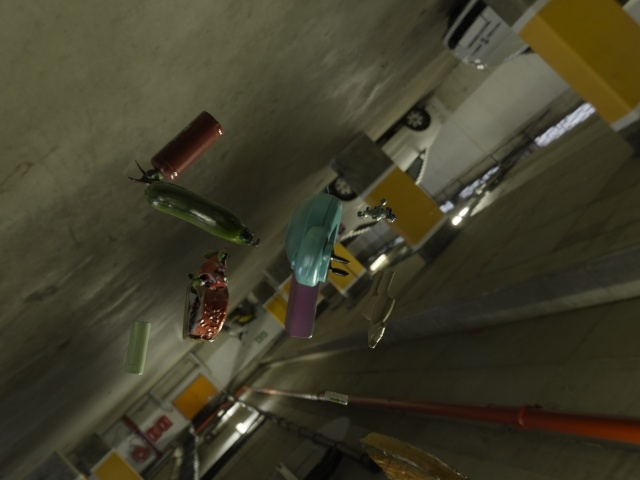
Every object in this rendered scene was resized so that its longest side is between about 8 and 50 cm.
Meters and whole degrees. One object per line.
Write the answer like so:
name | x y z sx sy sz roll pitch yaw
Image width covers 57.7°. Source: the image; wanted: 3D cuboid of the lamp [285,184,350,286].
lamp | -0.012 -0.002 1.422 0.284 0.147 0.209 -100 -164 -56

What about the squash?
squash | -0.306 -0.069 1.540 0.087 0.332 0.087 -62 -173 13

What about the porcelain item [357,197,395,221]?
porcelain item | 0.172 -0.092 1.693 0.136 0.021 0.075 8 -116 45

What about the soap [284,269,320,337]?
soap | -0.050 0.150 1.762 0.181 0.081 0.259 -147 -115 -81

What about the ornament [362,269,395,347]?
ornament | 0.184 0.211 1.814 0.230 0.061 0.244 154 -42 -80

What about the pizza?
pizza | 0.190 0.439 1.110 0.058 0.292 0.197 -63 -172 -27

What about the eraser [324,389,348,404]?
eraser | 0.058 0.574 2.126 0.038 0.083 0.019 -75 180 -64

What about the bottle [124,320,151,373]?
bottle | -0.711 0.415 2.261 0.072 0.072 0.201 130 -33 -77

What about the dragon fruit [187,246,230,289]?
dragon fruit | -0.325 0.099 1.758 0.175 0.142 0.138 -20 -156 10

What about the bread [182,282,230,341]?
bread | -0.388 0.235 1.977 0.212 0.142 0.224 -43 -140 41

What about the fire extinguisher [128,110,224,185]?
fire extinguisher | -0.489 -0.296 1.937 0.337 0.147 0.106 -46 158 -14
